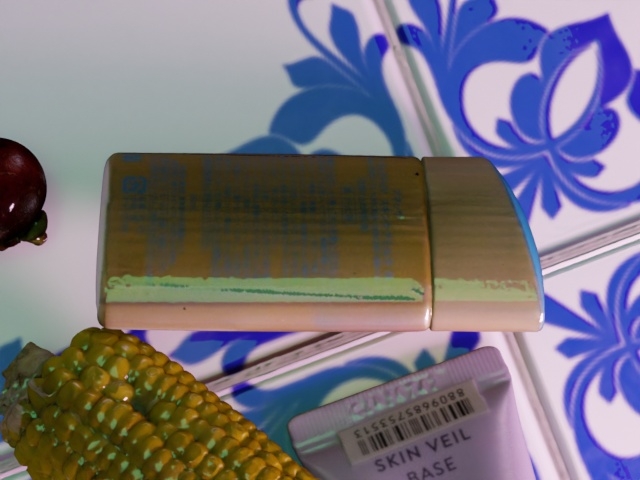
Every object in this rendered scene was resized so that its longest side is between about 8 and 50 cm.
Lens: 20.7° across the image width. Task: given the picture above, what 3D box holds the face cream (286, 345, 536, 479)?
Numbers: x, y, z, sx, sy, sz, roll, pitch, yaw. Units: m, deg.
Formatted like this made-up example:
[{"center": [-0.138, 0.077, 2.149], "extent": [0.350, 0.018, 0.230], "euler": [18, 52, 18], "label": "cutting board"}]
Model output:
[{"center": [0.095, 0.214, 1.133], "extent": [0.154, 0.096, 0.274], "euler": [-21, 71, -2], "label": "face cream"}]

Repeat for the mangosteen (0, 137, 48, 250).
[{"center": [-0.219, -0.028, 1.156], "extent": [0.081, 0.081, 0.081], "euler": [0, 83, -1], "label": "mangosteen"}]

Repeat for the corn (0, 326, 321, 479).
[{"center": [-0.072, 0.164, 1.096], "extent": [0.322, 0.119, 0.119], "euler": [38, 84, 16], "label": "corn"}]

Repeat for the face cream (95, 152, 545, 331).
[{"center": [0.000, 0.000, 1.144], "extent": [0.285, 0.067, 0.139], "euler": [0, 52, -2], "label": "face cream"}]
